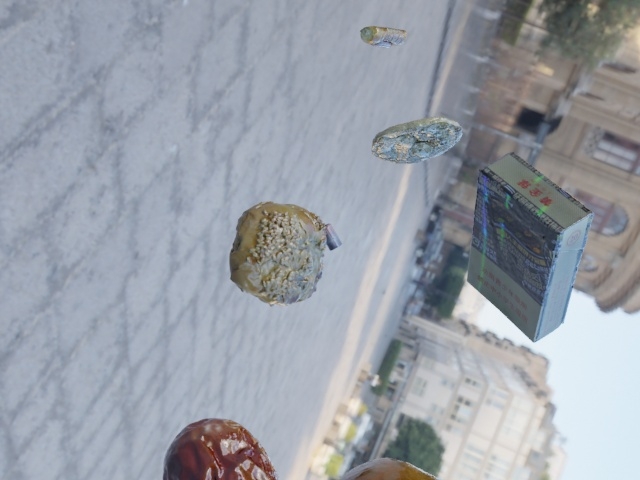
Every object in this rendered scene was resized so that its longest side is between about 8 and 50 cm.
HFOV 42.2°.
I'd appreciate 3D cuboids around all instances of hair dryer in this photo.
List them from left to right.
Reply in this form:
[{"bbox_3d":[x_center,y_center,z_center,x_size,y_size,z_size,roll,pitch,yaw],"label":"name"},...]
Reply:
[{"bbox_3d":[0.000,0.000,2.142,0.114,0.063,0.037,-21,-168,48],"label":"hair dryer"}]

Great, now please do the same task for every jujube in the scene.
[{"bbox_3d":[-0.130,0.380,1.213,0.174,0.250,0.174,-29,149,-20],"label":"jujube"}]

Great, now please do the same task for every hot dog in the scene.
[{"bbox_3d":[0.153,-0.496,2.031,0.215,0.066,0.047,-23,111,-64],"label":"hot dog"}]

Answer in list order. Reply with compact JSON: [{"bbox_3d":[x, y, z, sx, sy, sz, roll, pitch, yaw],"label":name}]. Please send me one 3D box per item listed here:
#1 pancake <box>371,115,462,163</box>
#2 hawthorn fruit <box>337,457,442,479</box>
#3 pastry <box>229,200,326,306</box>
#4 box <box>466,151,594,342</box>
[{"bbox_3d":[0.163,-0.171,1.404,0.158,0.158,0.028,92,-10,-71],"label":"pancake"},{"bbox_3d":[0.105,0.465,1.309,0.298,0.277,0.277,-114,-136,-75],"label":"hawthorn fruit"},{"bbox_3d":[-0.083,0.033,1.981,0.311,0.162,0.255,-6,96,-63],"label":"pastry"},{"bbox_3d":[0.366,0.017,1.500,0.084,0.198,0.310,-28,142,-20],"label":"box"}]
